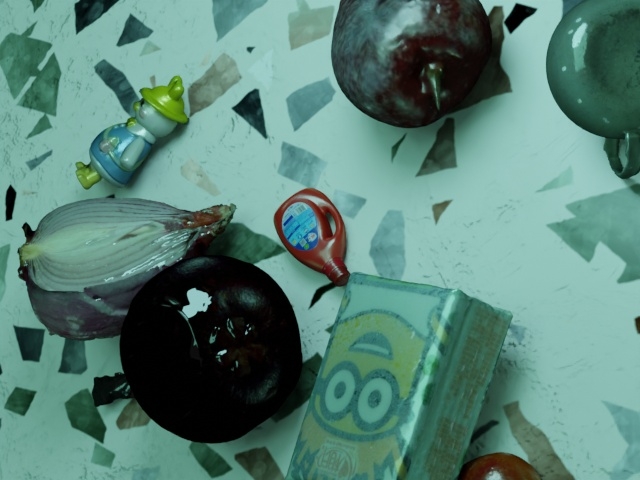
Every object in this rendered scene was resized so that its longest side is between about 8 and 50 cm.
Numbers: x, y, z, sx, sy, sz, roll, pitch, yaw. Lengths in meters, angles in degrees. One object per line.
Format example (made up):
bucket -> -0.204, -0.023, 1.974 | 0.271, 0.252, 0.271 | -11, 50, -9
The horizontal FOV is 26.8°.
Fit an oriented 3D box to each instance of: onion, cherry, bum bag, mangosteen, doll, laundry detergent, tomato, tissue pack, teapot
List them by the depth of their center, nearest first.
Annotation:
tomato -> 0.211, 0.339, 1.701 | 0.155, 0.069, 0.156 | -13, 64, 29
teapot -> 0.388, -0.227, 1.751 | 0.193, 0.129, 0.294 | -4, 89, -6
tissue pack -> 0.096, 0.209, 1.769 | 0.228, 0.128, 0.311 | 7, 76, 53
cherry -> 0.122, -0.286, 1.925 | 0.230, 0.203, 0.300 | -52, 44, 15
mangosteen -> -0.173, 0.156, 1.929 | 0.287, 0.233, 0.288 | 9, 106, 33
laundry detergent -> 0.000, 0.000, 1.993 | 0.097, 0.049, 0.165 | -42, 56, 9
onion -> -0.289, 0.049, 2.105 | 0.348, 0.159, 0.267 | -8, 38, 3
bum bag -> -0.311, 0.230, 2.115 | 0.124, 0.034, 0.058 | -14, 55, 29
doll -> -0.307, -0.176, 2.238 | 0.099, 0.135, 0.241 | 45, 101, 9
